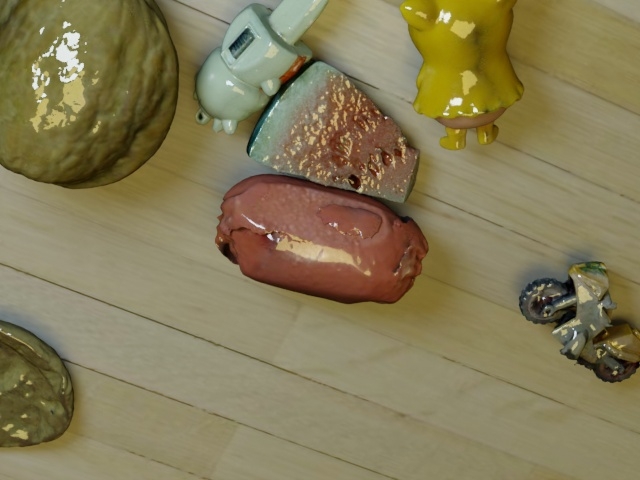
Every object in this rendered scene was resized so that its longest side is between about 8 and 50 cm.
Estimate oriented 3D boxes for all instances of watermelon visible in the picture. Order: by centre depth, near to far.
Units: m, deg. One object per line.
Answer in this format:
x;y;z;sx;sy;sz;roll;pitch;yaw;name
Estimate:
0.034;-0.126;1.925;0.241;0.094;0.154;31;102;-20;watermelon

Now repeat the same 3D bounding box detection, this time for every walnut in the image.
-0.293;-0.196;1.772;0.283;0.227;0.283;2;110;4;walnut

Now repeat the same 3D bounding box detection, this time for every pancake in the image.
-0.459;0.202;2.075;0.242;0.050;0.242;2;122;4;pancake

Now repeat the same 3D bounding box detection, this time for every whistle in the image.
-0.075;-0.233;1.840;0.102;0.106;0.253;44;114;1;whistle

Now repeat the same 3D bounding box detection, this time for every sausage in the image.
0.000;0.000;1.940;0.279;0.152;0.152;12;116;-10;sausage

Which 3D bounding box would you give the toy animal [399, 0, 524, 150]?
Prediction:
0.179;-0.222;1.846;0.156;0.156;0.230;-10;122;1;toy animal

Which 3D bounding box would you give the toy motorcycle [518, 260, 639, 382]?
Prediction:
0.385;0.110;2.064;0.229;0.094;0.130;38;108;-27;toy motorcycle
